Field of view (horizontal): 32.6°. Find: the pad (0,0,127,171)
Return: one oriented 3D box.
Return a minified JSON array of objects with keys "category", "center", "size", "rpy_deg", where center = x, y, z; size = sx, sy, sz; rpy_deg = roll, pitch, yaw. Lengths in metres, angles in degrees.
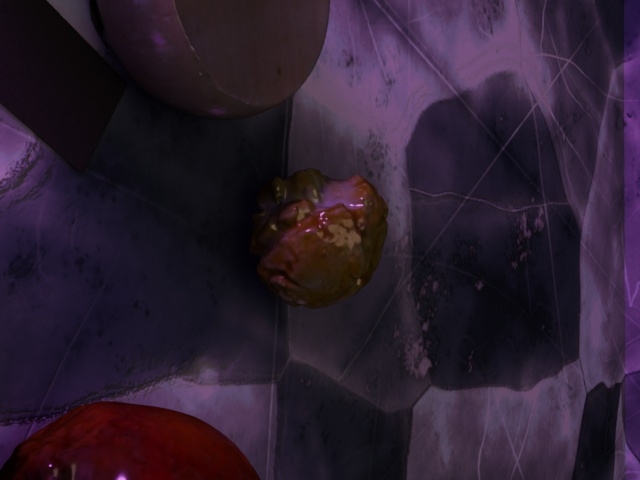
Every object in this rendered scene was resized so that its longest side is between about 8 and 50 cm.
[{"category":"pad","center":[-0.317,-0.194,1.280],"size":[0.211,0.003,0.143],"rpy_deg":[48,55,-44]}]

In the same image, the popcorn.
[{"category":"popcorn","center":[0.000,0.000,1.584],"size":[0.221,0.184,0.204],"rpy_deg":[-21,138,-55]}]

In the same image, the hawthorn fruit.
[{"category":"hawthorn fruit","center":[-0.213,0.325,1.218],"size":[0.325,0.308,0.308],"rpy_deg":[28,67,-26]}]

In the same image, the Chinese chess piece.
[{"category":"Chinese chess piece","center":[-0.134,-0.330,1.409],"size":[0.349,0.146,0.349],"rpy_deg":[-5,96,-54]}]
